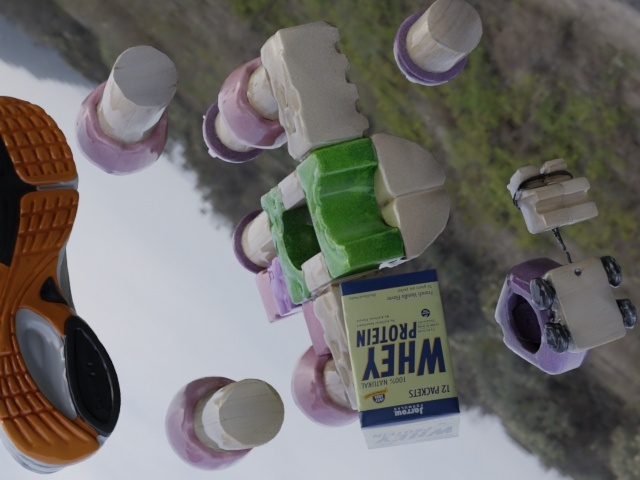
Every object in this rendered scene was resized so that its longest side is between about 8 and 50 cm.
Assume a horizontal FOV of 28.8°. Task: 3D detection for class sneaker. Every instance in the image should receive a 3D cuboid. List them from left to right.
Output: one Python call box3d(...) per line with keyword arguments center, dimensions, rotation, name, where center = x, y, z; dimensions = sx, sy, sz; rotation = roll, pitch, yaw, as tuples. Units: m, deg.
box3d(center=(-0.207, 0.033, 0.826), dimensions=(0.121, 0.099, 0.262), rotation=(132, 128, -58), name="sneaker")

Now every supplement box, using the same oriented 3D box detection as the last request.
box3d(center=(0.047, 0.071, 0.720), dimensions=(0.083, 0.056, 0.083), rotation=(73, -171, -71), name="supplement box")

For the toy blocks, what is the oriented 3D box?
box3d(center=(0.000, 0.000, 0.917), dimensions=(0.260, 0.309, 0.288), rotation=(144, 110, -69), name="toy blocks")
